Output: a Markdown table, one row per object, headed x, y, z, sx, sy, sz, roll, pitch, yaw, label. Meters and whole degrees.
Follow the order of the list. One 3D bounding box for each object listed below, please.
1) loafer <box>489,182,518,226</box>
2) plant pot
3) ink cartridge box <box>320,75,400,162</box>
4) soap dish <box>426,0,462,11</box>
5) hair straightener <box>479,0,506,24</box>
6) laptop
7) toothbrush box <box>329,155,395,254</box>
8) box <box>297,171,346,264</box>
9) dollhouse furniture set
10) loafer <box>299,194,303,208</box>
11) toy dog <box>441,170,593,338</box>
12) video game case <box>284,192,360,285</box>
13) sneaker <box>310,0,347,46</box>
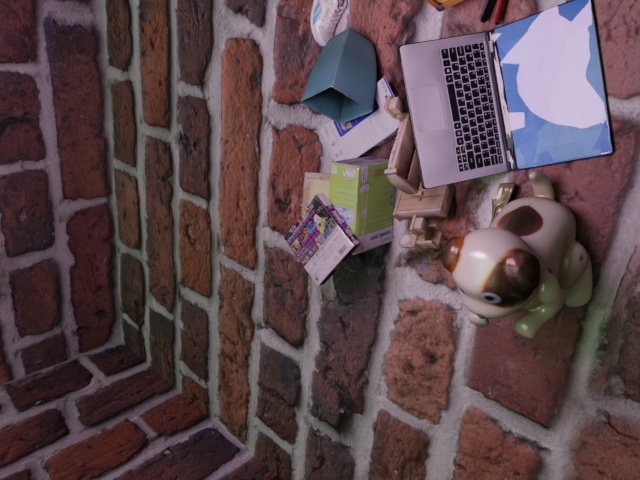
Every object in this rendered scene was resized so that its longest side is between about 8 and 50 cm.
| x | y | z | sx | sy | sz | roll | pitch | yaw | label |
| --- | --- | --- | --- | --- | --- | --- | --- | --- | --- |
| 0.503 | -0.095 | 1.516 | 0.050 | 0.056 | 0.148 | 31 | 113 | 35 | loafer |
| 0.073 | -0.520 | 1.687 | 0.166 | 0.166 | 0.234 | -5 | 68 | 54 | plant pot |
| 0.147 | -0.376 | 1.773 | 0.333 | 0.065 | 0.165 | -29 | 82 | 47 | ink cartridge box |
| 0.327 | -0.696 | 1.335 | 0.291 | 0.229 | 0.118 | 4 | 73 | 59 | soap dish |
| 0.446 | -0.679 | 1.392 | 0.089 | 0.047 | 0.230 | 26 | 120 | 37 | hair straightener |
| 0.452 | -0.357 | 1.363 | 0.236 | 0.408 | 0.381 | -164 | 62 | -78 | laptop |
| 0.136 | -0.119 | 1.760 | 0.122 | 0.206 | 0.283 | 17 | 115 | 40 | toothbrush box |
| 0.018 | -0.074 | 1.878 | 0.148 | 0.121 | 0.311 | 4 | 91 | 25 | box |
| 0.211 | -0.175 | 1.554 | 0.174 | 0.356 | 0.303 | -3 | 62 | 44 | dollhouse furniture set |
| 0.030 | -0.067 | 1.989 | 0.096 | 0.084 | 0.267 | -41 | 75 | 11 | loafer |
| 0.483 | 0.052 | 1.324 | 0.285 | 0.408 | 0.395 | 27 | 121 | 36 | toy dog |
| 0.000 | 0.000 | 1.750 | 0.210 | 0.042 | 0.232 | 53 | 132 | 17 | video game case |
| 0.029 | -0.745 | 1.758 | 0.092 | 0.087 | 0.228 | 23 | 120 | 36 | sneaker |
